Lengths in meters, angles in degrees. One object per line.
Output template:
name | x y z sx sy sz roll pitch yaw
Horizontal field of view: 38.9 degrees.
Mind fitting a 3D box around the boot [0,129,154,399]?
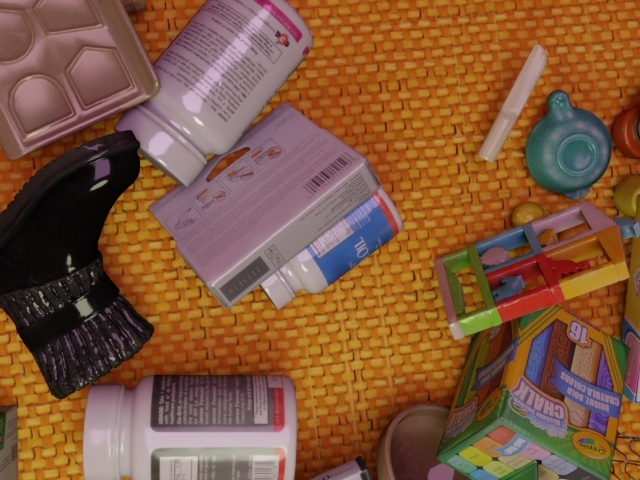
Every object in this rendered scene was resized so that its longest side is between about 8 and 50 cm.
boot | -0.309 0.037 1.237 0.348 0.131 0.260 -37 89 28

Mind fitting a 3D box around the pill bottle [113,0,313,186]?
pill bottle | -0.154 -0.226 1.295 0.160 0.160 0.283 39 83 -5

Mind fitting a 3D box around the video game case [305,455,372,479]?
video game case | -0.017 0.463 1.291 0.248 0.035 0.275 -22 118 -8

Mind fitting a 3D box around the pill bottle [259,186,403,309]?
pill bottle | 0.000 0.000 1.325 0.221 0.124 0.124 -37 93 -6

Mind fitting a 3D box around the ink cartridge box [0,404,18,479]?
ink cartridge box | -0.469 0.340 1.236 0.086 0.153 0.208 -2 87 -7

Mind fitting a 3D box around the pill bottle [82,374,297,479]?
pill bottle | -0.180 0.268 1.272 0.283 0.161 0.161 2 88 -7

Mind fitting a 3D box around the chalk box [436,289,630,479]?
chalk box | 0.291 0.254 1.267 0.179 0.180 0.289 30 52 -5

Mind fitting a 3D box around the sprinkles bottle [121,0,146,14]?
sprinkles bottle | -0.428 -0.308 1.281 0.355 0.121 0.121 -28 92 -8

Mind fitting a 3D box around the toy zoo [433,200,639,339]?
toy zoo | 0.312 0.031 1.294 0.293 0.192 0.030 -21 115 11

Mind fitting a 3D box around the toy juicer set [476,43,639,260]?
toy juicer set | 0.357 -0.113 1.403 0.209 0.089 0.329 -43 100 8

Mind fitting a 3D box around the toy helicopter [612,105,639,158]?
toy helicopter | 0.653 -0.155 1.435 0.355 0.140 0.235 41 74 -15

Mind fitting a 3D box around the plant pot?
plant pot | 0.165 0.366 1.317 0.237 0.110 0.237 22 42 -21

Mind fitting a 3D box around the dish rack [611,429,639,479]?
dish rack | 0.521 0.402 1.408 0.271 0.074 0.208 13 87 -8

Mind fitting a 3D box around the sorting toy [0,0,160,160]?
sorting toy | -0.377 -0.288 1.210 0.229 0.041 0.307 -26 90 -3

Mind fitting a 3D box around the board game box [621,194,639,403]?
board game box | 0.592 0.089 1.386 0.242 0.064 0.317 0 104 -8

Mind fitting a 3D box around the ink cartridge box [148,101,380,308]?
ink cartridge box | -0.088 -0.060 1.297 0.275 0.239 0.060 -39 130 -7
